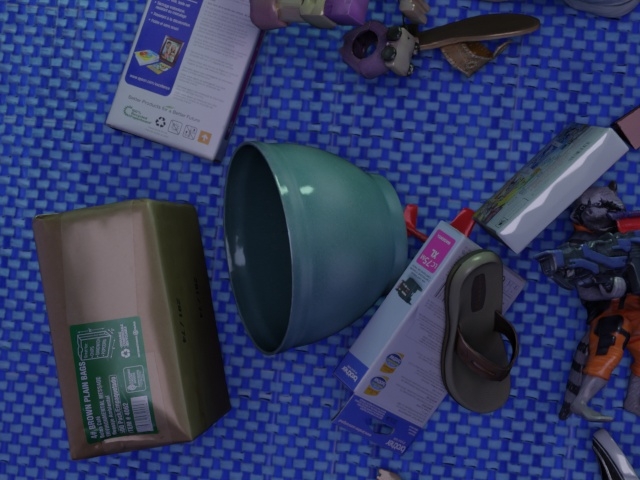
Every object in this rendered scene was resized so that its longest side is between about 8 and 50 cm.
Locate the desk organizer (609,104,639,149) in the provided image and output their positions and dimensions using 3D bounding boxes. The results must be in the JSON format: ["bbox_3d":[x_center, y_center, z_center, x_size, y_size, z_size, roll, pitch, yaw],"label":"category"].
[{"bbox_3d":[0.485,-0.183,1.671,0.130,0.047,0.050,-34,88,4],"label":"desk organizer"}]

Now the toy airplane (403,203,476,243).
[{"bbox_3d":[0.163,0.002,1.709,0.151,0.028,0.151,0,87,5],"label":"toy airplane"}]

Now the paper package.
[{"bbox_3d":[-0.252,0.111,1.609,0.168,0.309,0.324,-10,89,6],"label":"paper package"}]

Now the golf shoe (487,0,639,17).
[{"bbox_3d":[0.310,-0.394,1.649,0.306,0.140,0.115,8,91,8],"label":"golf shoe"}]

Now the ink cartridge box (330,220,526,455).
[{"bbox_3d":[0.141,0.141,1.634,0.065,0.186,0.311,34,91,44],"label":"ink cartridge box"}]

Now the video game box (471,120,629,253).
[{"bbox_3d":[0.311,-0.077,1.615,0.205,0.187,0.048,-43,101,4],"label":"video game box"}]

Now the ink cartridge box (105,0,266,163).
[{"bbox_3d":[-0.174,-0.315,1.733,0.176,0.069,0.371,19,93,7],"label":"ink cartridge box"}]

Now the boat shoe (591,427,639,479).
[{"bbox_3d":[0.423,0.372,1.636,0.070,0.078,0.219,-26,87,4],"label":"boat shoe"}]

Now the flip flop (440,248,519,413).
[{"bbox_3d":[0.230,0.137,1.606,0.112,0.080,0.277,-26,130,-27],"label":"flip flop"}]

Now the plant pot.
[{"bbox_3d":[0.000,0.000,1.622,0.196,0.293,0.293,-7,88,-21],"label":"plant pot"}]

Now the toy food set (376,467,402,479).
[{"bbox_3d":[0.109,0.440,1.704,0.132,0.038,0.192,18,85,-1],"label":"toy food set"}]

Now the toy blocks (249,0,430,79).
[{"bbox_3d":[-0.021,-0.409,1.610,0.260,0.309,0.288,8,78,34],"label":"toy blocks"}]

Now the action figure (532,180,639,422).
[{"bbox_3d":[0.370,0.082,1.598,0.341,0.178,0.330,7,79,-37],"label":"action figure"}]

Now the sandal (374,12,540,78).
[{"bbox_3d":[0.201,-0.275,1.702,0.240,0.088,0.079,-3,120,13],"label":"sandal"}]
